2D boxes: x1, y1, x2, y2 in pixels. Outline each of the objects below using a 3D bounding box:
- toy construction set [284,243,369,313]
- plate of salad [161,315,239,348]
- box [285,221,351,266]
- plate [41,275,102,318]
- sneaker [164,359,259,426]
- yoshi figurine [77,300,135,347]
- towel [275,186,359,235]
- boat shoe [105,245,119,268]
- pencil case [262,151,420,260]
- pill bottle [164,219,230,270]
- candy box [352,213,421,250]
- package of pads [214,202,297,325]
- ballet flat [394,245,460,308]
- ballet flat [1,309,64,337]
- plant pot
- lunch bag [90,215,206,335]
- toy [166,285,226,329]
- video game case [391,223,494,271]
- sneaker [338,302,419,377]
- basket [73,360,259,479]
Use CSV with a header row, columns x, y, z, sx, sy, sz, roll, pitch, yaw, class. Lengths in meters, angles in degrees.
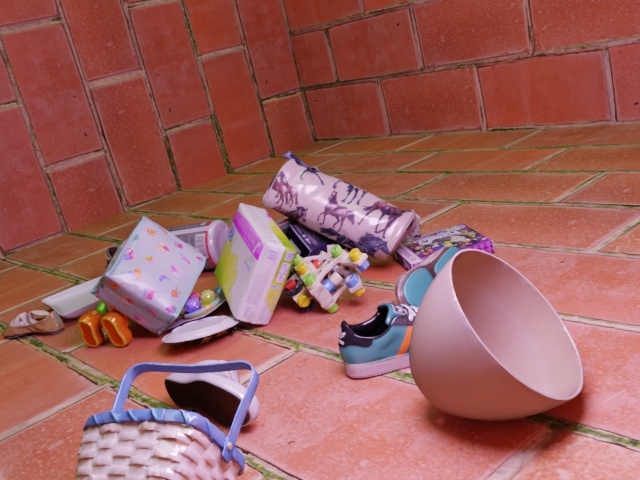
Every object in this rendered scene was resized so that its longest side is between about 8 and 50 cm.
x,y,z,sx,sy,sz,roll,pitch,yaw,class
0.009,0.080,1.889,0.215,0.151,0.327,-39,9,0,toy construction set
-0.295,0.231,1.823,0.200,0.048,0.200,-13,5,1,plate of salad
0.000,0.000,2.121,0.207,0.108,0.153,-25,-25,-32,box
-0.735,0.181,2.371,0.277,0.045,0.278,-24,19,-30,plate
-0.192,0.282,1.447,0.123,0.105,0.290,-29,20,-35,sneaker
-0.508,0.173,2.075,0.203,0.204,0.362,-53,3,42,yoshi figurine
-0.058,-0.021,2.209,0.370,0.040,0.271,-26,-22,-36,towel
-0.603,0.083,2.340,0.117,0.096,0.324,-22,19,-31,boat shoe
0.058,-0.090,1.999,0.411,0.159,0.183,25,57,8,pencil case
-0.444,0.029,2.431,0.284,0.161,0.161,-8,17,21,pill bottle
0.167,-0.022,2.247,0.234,0.071,0.159,1,22,41,candy box
-0.179,0.061,1.903,0.101,0.229,0.296,15,16,-25,package of pads
0.241,0.106,1.737,0.106,0.107,0.316,-27,-1,39,ballet flat
-0.875,0.247,2.214,0.233,0.073,0.080,-8,17,22,ballet flat
0.256,0.182,1.201,0.191,0.284,0.284,-46,-2,32,plant pot
-0.442,0.081,1.942,0.160,0.223,0.262,-43,19,44,lunch bag
-0.320,0.164,2.000,0.137,0.056,0.237,-22,5,27,toy
0.327,0.022,2.012,0.232,0.041,0.210,-16,17,-6,video game case
0.182,0.176,1.465,0.302,0.120,0.108,-16,16,-9,sneaker
-0.246,0.316,1.149,0.255,0.201,0.288,-6,49,25,basket
